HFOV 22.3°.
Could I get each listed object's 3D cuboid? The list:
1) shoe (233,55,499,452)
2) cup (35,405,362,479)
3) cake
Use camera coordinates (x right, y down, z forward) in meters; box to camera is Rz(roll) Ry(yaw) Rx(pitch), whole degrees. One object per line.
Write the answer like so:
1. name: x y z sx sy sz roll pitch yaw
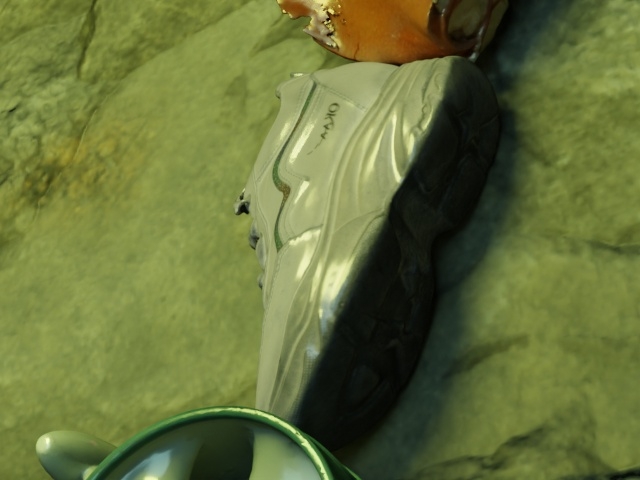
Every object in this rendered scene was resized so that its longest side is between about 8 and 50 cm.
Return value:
1. shoe: 0.000 0.000 0.920 0.137 0.095 0.245 9 67 38
2. cup: -0.022 0.183 0.781 0.299 0.173 0.167 33 86 39
3. cake: 0.107 -0.209 0.958 0.287 0.098 0.135 -46 45 10
